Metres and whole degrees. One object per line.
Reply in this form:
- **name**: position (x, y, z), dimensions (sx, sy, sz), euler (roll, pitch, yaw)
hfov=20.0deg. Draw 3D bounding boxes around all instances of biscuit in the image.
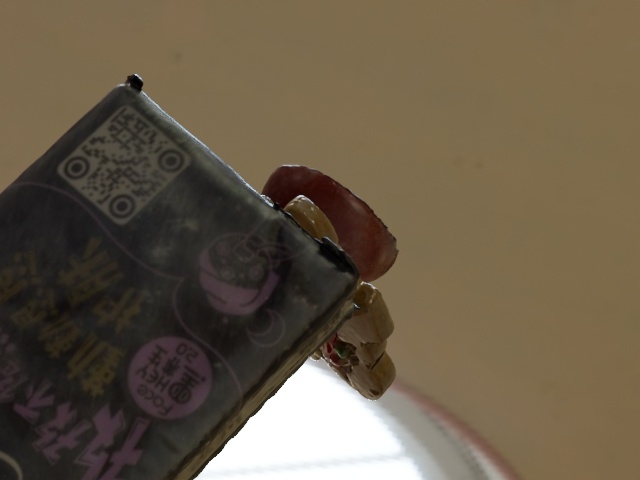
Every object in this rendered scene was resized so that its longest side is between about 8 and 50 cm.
- **biscuit**: position (-0.025, 0.038, 1.552), dimensions (0.041, 0.212, 0.238), euler (-41, -144, -22)

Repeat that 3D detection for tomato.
- **tomato**: position (0.000, 0.000, 2.169), dimensions (0.099, 0.173, 0.189), euler (-55, 161, -14)

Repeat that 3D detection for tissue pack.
- **tissue pack**: position (-0.179, 0.081, 1.352), dimensions (0.361, 0.259, 0.122), euler (-47, 166, -13)
